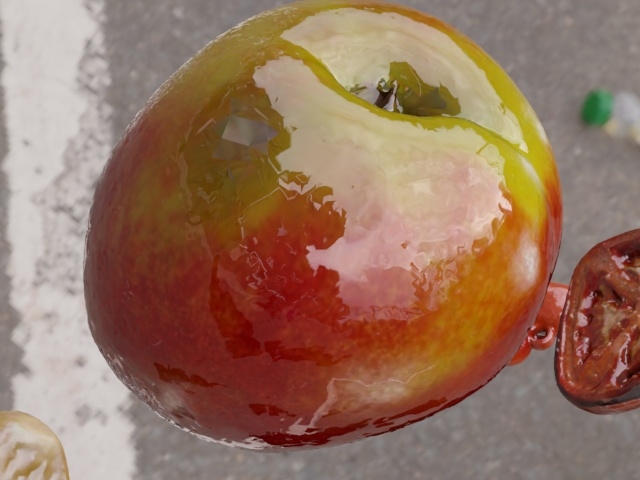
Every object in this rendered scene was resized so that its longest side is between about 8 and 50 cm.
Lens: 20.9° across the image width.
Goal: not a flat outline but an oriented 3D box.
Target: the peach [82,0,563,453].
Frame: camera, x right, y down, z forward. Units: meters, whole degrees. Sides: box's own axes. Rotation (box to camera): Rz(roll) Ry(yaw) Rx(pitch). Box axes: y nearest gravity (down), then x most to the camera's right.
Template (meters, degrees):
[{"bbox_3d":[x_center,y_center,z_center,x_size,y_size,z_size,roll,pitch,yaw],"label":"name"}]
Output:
[{"bbox_3d":[0.000,0.000,0.717,0.190,0.192,0.190,13,49,-16],"label":"peach"}]

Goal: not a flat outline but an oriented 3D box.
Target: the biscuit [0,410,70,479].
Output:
[{"bbox_3d":[-0.127,0.124,0.572,0.184,0.027,0.133,2,90,-41],"label":"biscuit"}]

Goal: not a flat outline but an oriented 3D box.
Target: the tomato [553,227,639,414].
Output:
[{"bbox_3d":[0.292,0.076,1.479,0.082,0.174,0.166,35,58,-40],"label":"tomato"}]

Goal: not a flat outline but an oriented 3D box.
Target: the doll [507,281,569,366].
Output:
[{"bbox_3d":[0.153,0.077,1.960,0.161,0.290,0.130,-58,142,-32],"label":"doll"}]
